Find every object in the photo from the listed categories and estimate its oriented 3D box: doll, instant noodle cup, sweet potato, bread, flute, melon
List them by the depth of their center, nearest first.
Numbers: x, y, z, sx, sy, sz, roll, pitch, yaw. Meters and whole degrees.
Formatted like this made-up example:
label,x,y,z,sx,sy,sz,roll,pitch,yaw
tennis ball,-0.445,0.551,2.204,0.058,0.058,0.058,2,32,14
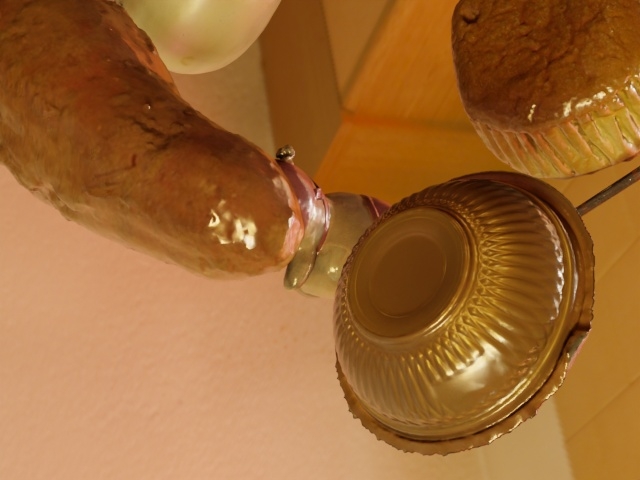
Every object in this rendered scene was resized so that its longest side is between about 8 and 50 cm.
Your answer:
label,x,y,z,sx,sy,sz,roll,pitch,yaw
sweet potato,-0.135,-0.084,0.575,0.095,0.106,0.354,-8,-133,-47
instant noodle cup,0.096,0.044,1.074,0.091,0.274,0.274,33,-138,-44
flute,0.321,-0.068,1.244,0.014,0.269,0.014,17,-124,-27
bread,0.259,-0.202,1.332,0.142,0.227,0.253,36,-131,-49
doll,-0.002,0.002,1.562,0.256,0.152,0.196,20,-125,-27
melon,-0.157,-0.373,1.706,0.223,0.317,0.223,27,-156,-13
